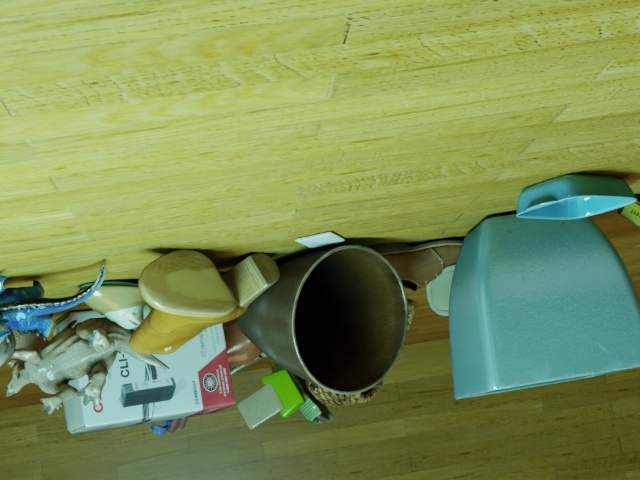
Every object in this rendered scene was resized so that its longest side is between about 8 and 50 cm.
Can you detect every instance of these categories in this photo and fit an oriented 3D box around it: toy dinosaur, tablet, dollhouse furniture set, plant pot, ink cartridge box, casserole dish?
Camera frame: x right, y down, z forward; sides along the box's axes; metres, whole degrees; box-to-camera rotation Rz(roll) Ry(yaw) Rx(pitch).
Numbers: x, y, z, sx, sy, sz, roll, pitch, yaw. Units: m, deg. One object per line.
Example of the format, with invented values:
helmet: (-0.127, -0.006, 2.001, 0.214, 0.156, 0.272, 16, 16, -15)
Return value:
toy dinosaur: (-0.376, 0.168, 1.736, 0.295, 0.127, 0.200, -12, -166, 7)
tablet: (0.000, 0.000, 1.591, 0.054, 0.006, 0.083, -12, 169, 13)
dollhouse furniture set: (-0.109, 0.330, 2.444, 0.151, 0.197, 0.301, -33, 161, 3)
plant pot: (-0.022, 0.112, 1.715, 0.215, 0.215, 0.230, -2, -178, -37)
plant pot: (0.318, 0.089, 1.680, 0.247, 0.252, 0.248, -9, 170, -7)
ink cartridge box: (-0.305, 0.214, 1.954, 0.273, 0.197, 0.114, -5, 168, -26)
casserole dish: (0.337, -0.058, 1.497, 0.188, 0.037, 0.114, 1, 166, -44)

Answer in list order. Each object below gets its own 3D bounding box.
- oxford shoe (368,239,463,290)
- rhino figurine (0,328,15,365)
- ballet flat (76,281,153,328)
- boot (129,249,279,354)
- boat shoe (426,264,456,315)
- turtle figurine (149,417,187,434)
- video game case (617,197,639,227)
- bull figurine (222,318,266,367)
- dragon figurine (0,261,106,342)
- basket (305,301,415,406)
oxford shoe: (0.163, 0.041, 1.784, 0.212, 0.076, 0.076, -7, 168, -24)
rhino figurine: (-0.539, 0.148, 1.620, 0.243, 0.106, 0.073, -14, 169, 20)
ballet flat: (-0.266, 0.101, 1.711, 0.080, 0.073, 0.232, -17, 167, 38)
boot: (-0.203, 0.103, 1.578, 0.211, 0.104, 0.295, -36, 166, 28)
boat shoe: (0.348, 0.079, 2.030, 0.113, 0.127, 0.340, -2, 169, -41)
turtle figurine: (-0.348, 0.257, 2.443, 0.197, 0.275, 0.266, 14, 146, -6)
video game case: (0.599, 0.023, 1.726, 0.275, 0.248, 0.035, 8, 117, -59)
bull figurine: (-0.185, 0.213, 2.221, 0.310, 0.101, 0.188, -16, 140, 2)
dragon figurine: (-0.425, 0.091, 1.466, 0.289, 0.085, 0.144, -11, 170, 18)
basket: (0.099, 0.251, 2.503, 0.223, 0.213, 0.299, -11, 170, 13)
